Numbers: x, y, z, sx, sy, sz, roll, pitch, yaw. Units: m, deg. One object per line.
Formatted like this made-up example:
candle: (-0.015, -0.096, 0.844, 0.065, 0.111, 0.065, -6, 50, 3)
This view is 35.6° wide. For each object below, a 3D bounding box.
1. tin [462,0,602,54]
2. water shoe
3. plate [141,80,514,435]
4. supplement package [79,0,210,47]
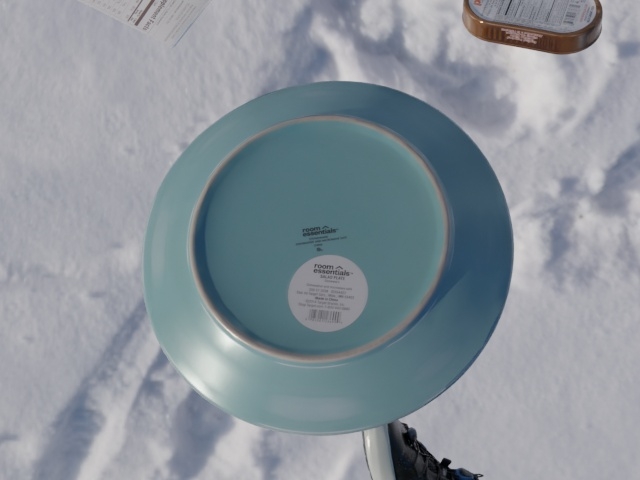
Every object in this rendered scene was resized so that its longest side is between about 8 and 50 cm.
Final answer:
tin: (0.284, -0.308, 1.344, 0.189, 0.106, 0.040, 14, 145, 18)
water shoe: (0.094, 0.196, 0.797, 0.080, 0.073, 0.203, -21, 118, 8)
plate: (0.000, 0.000, 0.488, 0.188, 0.188, 0.024, -16, 158, 1)
supplement package: (-0.153, -0.389, 1.101, 0.145, 0.262, 0.204, 24, 153, -21)
